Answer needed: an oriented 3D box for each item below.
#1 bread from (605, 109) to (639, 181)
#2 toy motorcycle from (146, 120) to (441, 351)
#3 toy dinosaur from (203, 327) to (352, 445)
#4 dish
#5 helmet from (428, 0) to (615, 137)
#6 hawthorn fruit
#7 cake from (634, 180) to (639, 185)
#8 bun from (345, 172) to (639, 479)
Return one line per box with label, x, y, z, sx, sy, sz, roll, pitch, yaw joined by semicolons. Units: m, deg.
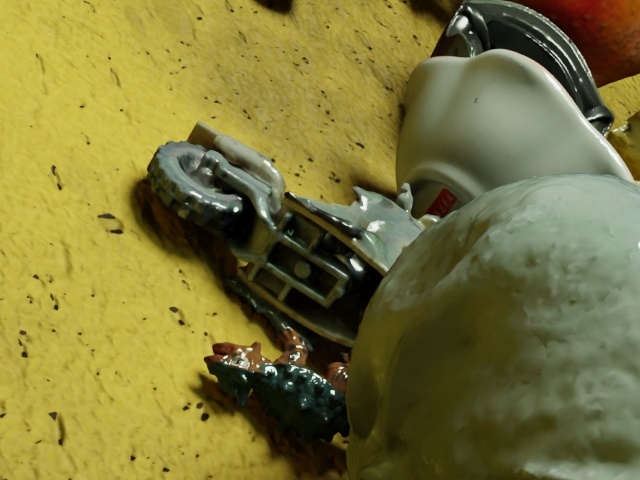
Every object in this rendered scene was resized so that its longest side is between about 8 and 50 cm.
bread;0.337;-0.070;1.399;0.229;0.143;0.139;-21;82;-51
toy motorcycle;0.000;-0.001;0.992;0.229;0.094;0.130;32;29;0
toy dinosaur;-0.001;0.092;0.918;0.154;0.049;0.055;25;36;-20
dish;0.110;-0.014;1.053;0.081;0.229;0.229;-31;78;-28
helmet;0.142;-0.102;1.230;0.153;0.107;0.177;36;30;-6
hawthorn fruit;0.214;-0.230;1.339;0.196;0.196;0.225;62;16;23
cake;0.265;0.054;1.223;0.109;0.090;0.225;13;46;-46
bun;0.115;0.133;0.791;0.194;0.354;0.354;-12;55;-7
